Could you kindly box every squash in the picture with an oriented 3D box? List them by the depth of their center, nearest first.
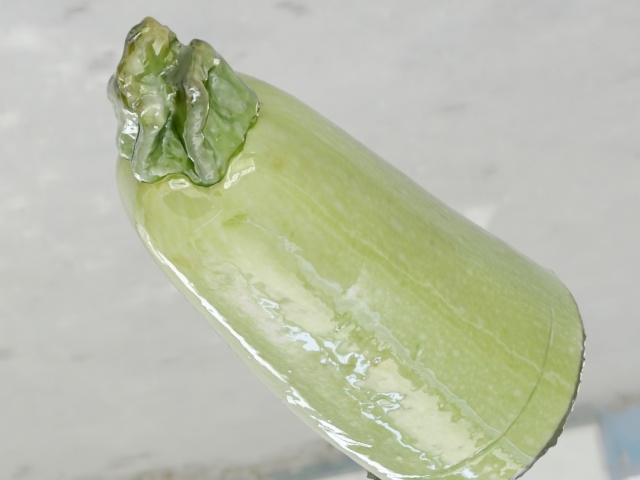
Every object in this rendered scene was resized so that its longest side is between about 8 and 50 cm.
[{"bbox_3d":[0.000,0.000,0.568,0.094,0.094,0.224,-18,145,22],"label":"squash"}]
